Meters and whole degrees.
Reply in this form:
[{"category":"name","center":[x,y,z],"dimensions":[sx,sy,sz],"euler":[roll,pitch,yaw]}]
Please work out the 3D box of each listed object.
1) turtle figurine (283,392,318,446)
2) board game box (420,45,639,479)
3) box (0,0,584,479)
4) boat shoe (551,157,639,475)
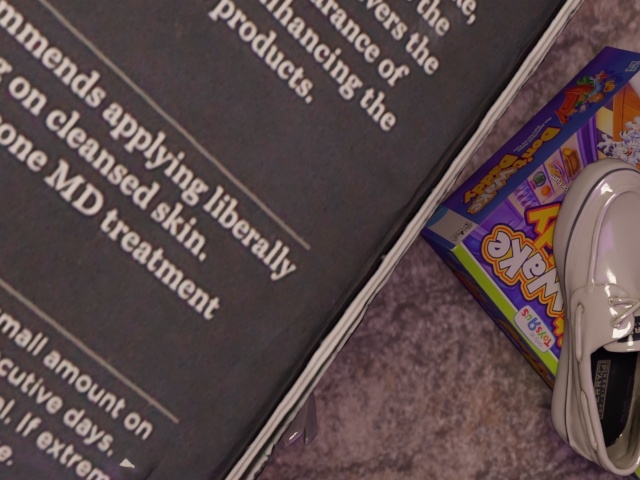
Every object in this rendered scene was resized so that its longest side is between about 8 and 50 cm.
[{"category":"turtle figurine","center":[0.000,0.000,0.900],"dimensions":[0.266,0.274,0.198],"euler":[-48,149,-6]},{"category":"board game box","center":[0.280,0.037,1.069],"dimensions":[0.233,0.078,0.347],"euler":[-44,114,-3]},{"category":"box","center":[-0.131,-0.151,0.597],"dimensions":[0.297,0.480,0.472],"euler":[45,73,-25]},{"category":"boat shoe","center":[0.245,0.065,0.974],"dimensions":[0.095,0.084,0.258],"euler":[-9,108,-16]}]
